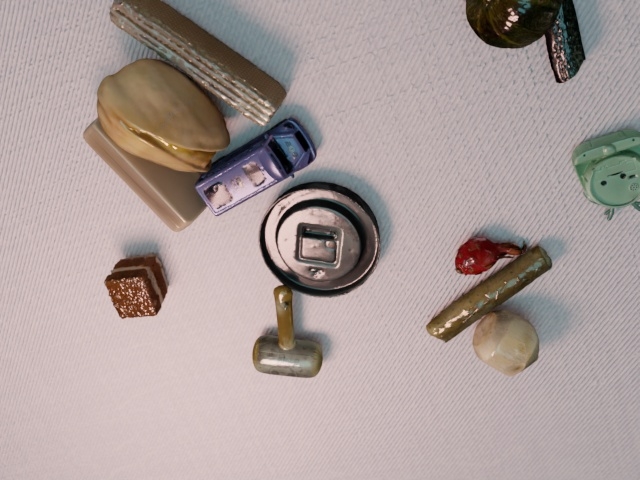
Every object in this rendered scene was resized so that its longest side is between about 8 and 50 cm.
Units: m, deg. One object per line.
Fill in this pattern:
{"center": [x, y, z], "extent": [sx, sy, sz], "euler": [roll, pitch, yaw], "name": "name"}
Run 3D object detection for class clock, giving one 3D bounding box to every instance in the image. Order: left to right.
{"center": [-0.001, 0.000, 1.758], "extent": [0.318, 0.066, 0.319], "euler": [4, 117, 8], "name": "clock"}
{"center": [0.685, -0.143, 1.563], "extent": [0.159, 0.066, 0.211], "euler": [-19, 113, 19], "name": "clock"}

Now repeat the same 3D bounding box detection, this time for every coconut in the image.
{"center": [0.489, 0.266, 1.757], "extent": [0.162, 0.161, 0.161], "euler": [32, 118, -8], "name": "coconut"}

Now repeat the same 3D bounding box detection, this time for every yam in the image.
{"center": [0.429, 0.145, 1.750], "extent": [0.083, 0.083, 0.371], "euler": [42, 116, -12], "name": "yam"}

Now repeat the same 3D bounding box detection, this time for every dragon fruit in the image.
{"center": [0.422, 0.027, 1.697], "extent": [0.190, 0.094, 0.094], "euler": [-19, 114, -5], "name": "dragon fruit"}

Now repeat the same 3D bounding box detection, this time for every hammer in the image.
{"center": [-0.093, 0.248, 1.864], "extent": [0.201, 0.113, 0.305], "euler": [3, 124, 4], "name": "hammer"}

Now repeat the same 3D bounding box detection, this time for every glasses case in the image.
{"center": [-0.421, -0.185, 1.687], "extent": [0.336, 0.144, 0.076], "euler": [49, 138, -14], "name": "glasses case"}

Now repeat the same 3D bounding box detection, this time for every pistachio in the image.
{"center": [-0.362, -0.284, 1.573], "extent": [0.321, 0.238, 0.229], "euler": [26, 124, -35], "name": "pistachio"}

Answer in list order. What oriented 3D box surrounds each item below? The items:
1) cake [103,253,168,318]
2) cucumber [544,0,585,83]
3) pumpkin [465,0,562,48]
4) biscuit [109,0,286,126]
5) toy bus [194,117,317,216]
{"center": [-0.498, 0.122, 1.862], "extent": [0.134, 0.147, 0.135], "euler": [-4, 117, 14], "name": "cake"}
{"center": [0.505, -0.455, 1.429], "extent": [0.074, 0.074, 0.241], "euler": [-14, 113, 17], "name": "cucumber"}
{"center": [0.389, -0.494, 1.354], "extent": [0.157, 0.224, 0.224], "euler": [0, 122, -27], "name": "pumpkin"}
{"center": [-0.274, -0.420, 1.547], "extent": [0.426, 0.144, 0.078], "euler": [34, 119, -7], "name": "biscuit"}
{"center": [-0.158, -0.176, 1.656], "extent": [0.292, 0.133, 0.125], "euler": [-27, 109, 21], "name": "toy bus"}
